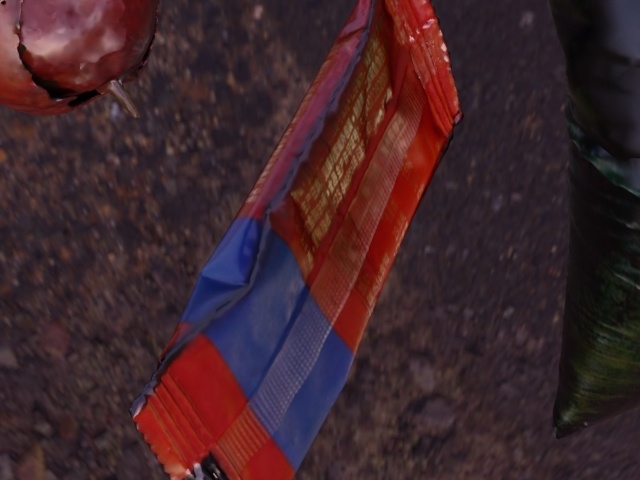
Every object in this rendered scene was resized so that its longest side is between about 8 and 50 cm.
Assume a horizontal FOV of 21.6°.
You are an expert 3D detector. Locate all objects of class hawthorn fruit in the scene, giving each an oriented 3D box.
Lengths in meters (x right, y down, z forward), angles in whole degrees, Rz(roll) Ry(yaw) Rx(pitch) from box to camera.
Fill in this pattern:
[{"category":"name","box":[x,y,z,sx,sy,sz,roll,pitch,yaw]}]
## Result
[{"category":"hawthorn fruit","box":[-0.155,-0.136,0.936,0.148,0.148,0.172,-30,88,-9]}]

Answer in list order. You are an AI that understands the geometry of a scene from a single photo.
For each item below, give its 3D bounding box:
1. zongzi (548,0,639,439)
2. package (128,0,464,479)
[{"category":"zongzi","box":[0.252,-0.028,0.845,0.383,0.362,0.319,11,28,13]},{"category":"package","box":[0.000,0.000,0.545,0.022,0.083,0.200,5,51,33]}]
